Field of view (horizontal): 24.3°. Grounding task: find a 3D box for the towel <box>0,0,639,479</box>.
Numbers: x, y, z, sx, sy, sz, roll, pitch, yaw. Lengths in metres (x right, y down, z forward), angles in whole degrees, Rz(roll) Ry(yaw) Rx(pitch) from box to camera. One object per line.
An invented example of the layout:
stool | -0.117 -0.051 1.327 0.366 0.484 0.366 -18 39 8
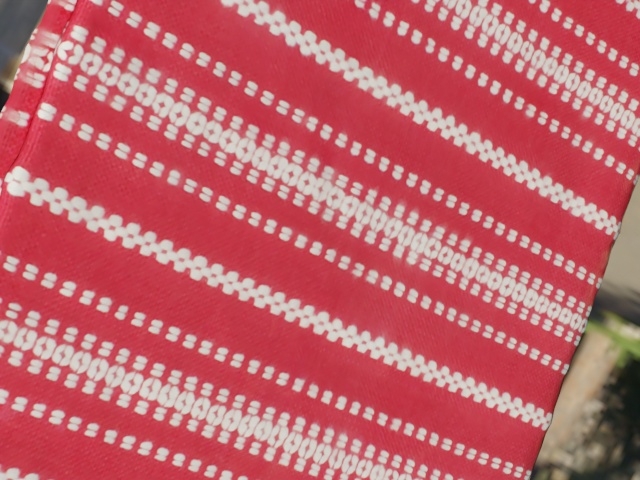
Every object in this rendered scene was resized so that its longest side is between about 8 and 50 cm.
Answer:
towel | 0.000 0.000 0.382 0.199 0.275 0.031 25 174 -38
